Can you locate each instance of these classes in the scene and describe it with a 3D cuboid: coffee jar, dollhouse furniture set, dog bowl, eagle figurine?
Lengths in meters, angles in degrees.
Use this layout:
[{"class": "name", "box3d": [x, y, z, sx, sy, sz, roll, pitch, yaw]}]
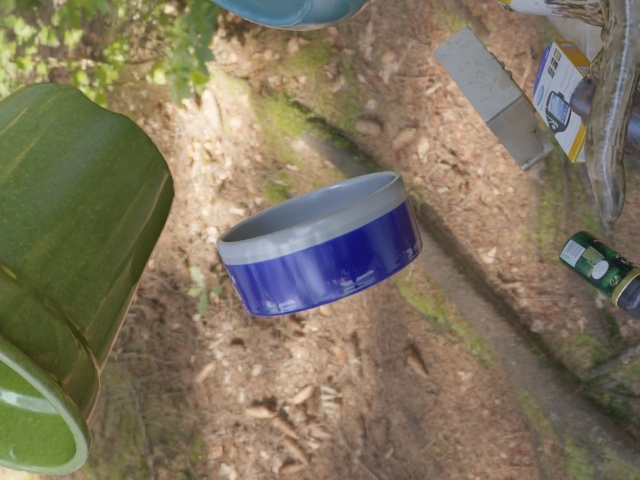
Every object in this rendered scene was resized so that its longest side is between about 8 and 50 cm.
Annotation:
[{"class": "coffee jar", "box3d": [0.517, 0.061, 1.293, 0.079, 0.096, 0.184, -57, 42, 15]}, {"class": "dollhouse furniture set", "box3d": [0.419, -0.323, 1.180, 0.394, 0.256, 0.362, -37, 65, 16]}, {"class": "dog bowl", "box3d": [0.000, 0.000, 0.991, 0.264, 0.265, 0.104, -7, 107, 51]}, {"class": "eagle figurine", "box3d": [0.208, -0.161, 0.464, 0.225, 0.298, 0.226, 39, 115, 18]}]

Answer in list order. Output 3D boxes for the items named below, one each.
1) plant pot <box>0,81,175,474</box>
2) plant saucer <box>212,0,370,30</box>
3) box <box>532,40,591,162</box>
[{"class": "plant pot", "box3d": [-0.256, 0.011, 0.615, 0.276, 0.276, 0.254, -31, 26, 46]}, {"class": "plant saucer", "box3d": [-0.097, -0.275, 0.581, 0.044, 0.317, 0.317, -53, 39, -10]}, {"class": "box", "box3d": [0.270, -0.155, 0.795, 0.136, 0.028, 0.081, -100, 14, -47]}]
